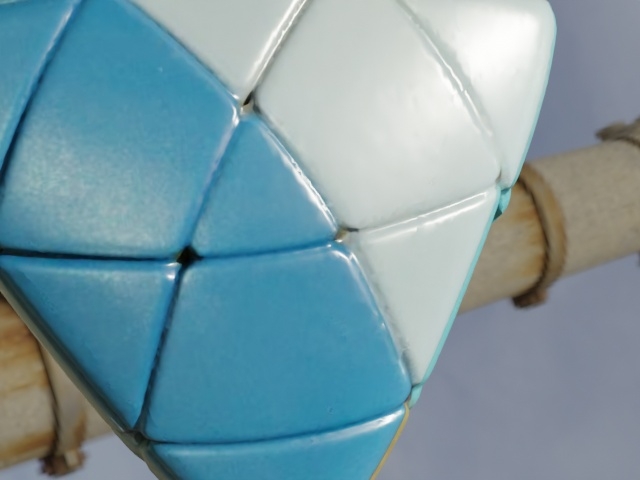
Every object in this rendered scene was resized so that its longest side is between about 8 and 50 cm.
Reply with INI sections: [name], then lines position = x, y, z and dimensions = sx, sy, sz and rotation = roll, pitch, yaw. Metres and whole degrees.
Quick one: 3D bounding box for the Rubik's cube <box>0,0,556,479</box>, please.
[Rubik's cube]
position = 0.000, 0.000, 0.573
dimensions = 0.254, 0.254, 0.254
rotation = 30, -52, 48
